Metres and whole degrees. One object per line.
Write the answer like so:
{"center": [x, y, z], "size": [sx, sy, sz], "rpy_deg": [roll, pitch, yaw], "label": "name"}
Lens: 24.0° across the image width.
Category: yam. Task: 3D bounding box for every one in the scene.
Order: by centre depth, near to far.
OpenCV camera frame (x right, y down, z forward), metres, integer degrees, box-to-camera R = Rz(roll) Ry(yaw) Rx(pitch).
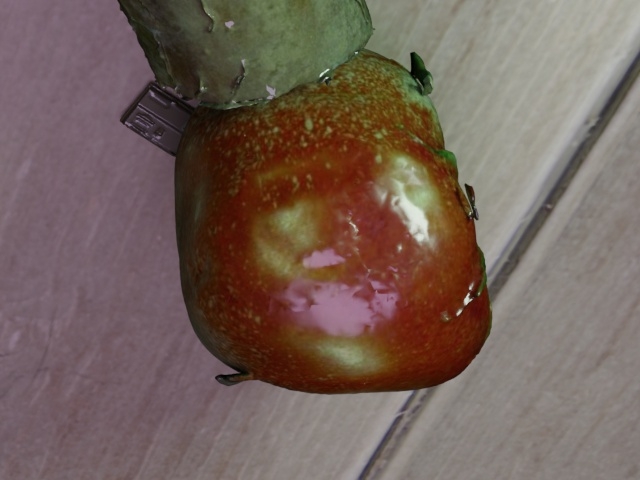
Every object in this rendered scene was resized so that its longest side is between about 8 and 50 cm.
{"center": [-0.090, -0.255, 1.110], "size": [0.195, 0.195, 0.300], "rpy_deg": [-16, 124, 10], "label": "yam"}

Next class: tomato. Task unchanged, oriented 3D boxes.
{"center": [0.000, 0.000, 1.228], "size": [0.239, 0.303, 0.303], "rpy_deg": [-15, 126, -5], "label": "tomato"}

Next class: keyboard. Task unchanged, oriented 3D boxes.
{"center": [-0.113, -0.089, 1.342], "size": [0.129, 0.015, 0.049], "rpy_deg": [32, 114, -21], "label": "keyboard"}
